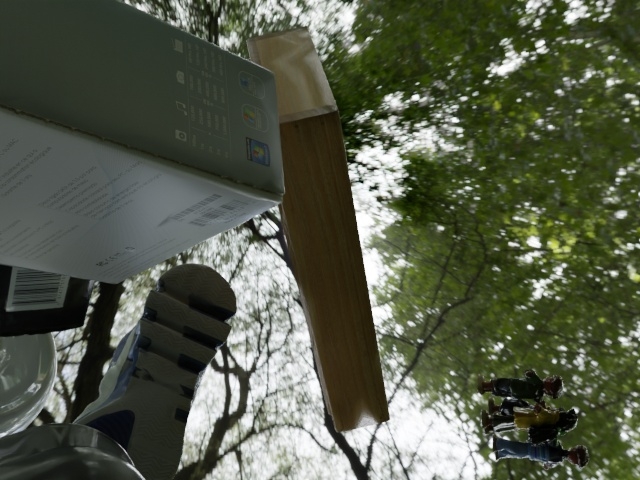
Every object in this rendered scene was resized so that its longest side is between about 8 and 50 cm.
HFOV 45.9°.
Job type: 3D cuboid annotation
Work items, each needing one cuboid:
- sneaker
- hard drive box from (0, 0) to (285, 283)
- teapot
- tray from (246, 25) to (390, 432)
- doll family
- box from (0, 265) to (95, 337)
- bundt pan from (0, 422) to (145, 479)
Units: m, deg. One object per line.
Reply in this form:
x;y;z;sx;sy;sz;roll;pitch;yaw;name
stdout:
-0.207;0.189;0.893;0.127;0.182;0.315;30;-113;-7;sneaker
-0.165;-0.057;0.414;0.232;0.181;0.089;16;-119;-44;hard drive box
-0.460;0.168;0.913;0.252;0.256;0.187;44;-61;-10;teapot
0.000;0.000;0.838;0.076;0.203;0.411;-12;-53;-2;tray
0.251;0.215;0.883;0.111;0.193;0.076;-4;-121;19;doll family
-0.284;-0.037;0.714;0.108;0.207;0.153;-3;-41;-31;box
-0.143;0.266;0.502;0.124;0.331;0.331;-24;-81;-28;bundt pan
